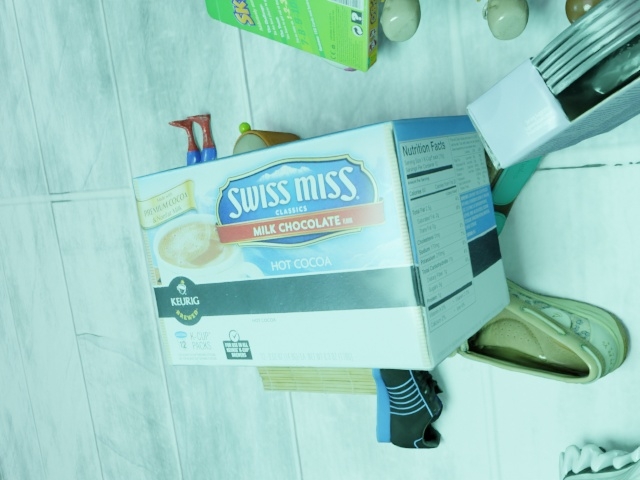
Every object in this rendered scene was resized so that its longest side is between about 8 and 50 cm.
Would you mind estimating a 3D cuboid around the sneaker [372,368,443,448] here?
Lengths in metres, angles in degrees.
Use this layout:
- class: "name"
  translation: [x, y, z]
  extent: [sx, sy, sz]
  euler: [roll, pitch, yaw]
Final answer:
- class: "sneaker"
  translation: [0.123, 0.193, 0.891]
  extent: [0.090, 0.081, 0.233]
  euler: [4, 123, 17]

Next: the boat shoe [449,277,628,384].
- class: "boat shoe"
  translation: [0.212, 0.100, 0.786]
  extent: [0.285, 0.089, 0.105]
  euler: [8, 107, 43]

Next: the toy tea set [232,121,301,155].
- class: "toy tea set"
  translation: [-0.031, -0.033, 0.955]
  extent: [0.336, 0.124, 0.200]
  euler: [33, 122, 33]

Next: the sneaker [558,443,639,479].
- class: "sneaker"
  translation: [0.331, 0.258, 0.641]
  extent: [0.110, 0.118, 0.292]
  euler: [38, 148, 6]

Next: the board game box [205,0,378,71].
- class: "board game box"
  translation: [-0.046, -0.305, 0.808]
  extent: [0.259, 0.039, 0.124]
  euler: [24, 144, 22]

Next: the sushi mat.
- class: "sushi mat"
  translation: [-0.009, 0.177, 1.065]
  extent: [0.316, 0.019, 0.152]
  euler: [-11, 95, 45]

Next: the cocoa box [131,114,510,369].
- class: "cocoa box"
  translation: [0.000, 0.000, 0.740]
  extent: [0.346, 0.231, 0.228]
  euler: [-6, 97, 34]

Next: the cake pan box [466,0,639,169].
- class: "cake pan box"
  translation: [0.279, -0.160, 0.530]
  extent: [0.245, 0.266, 0.070]
  euler: [-39, 77, 45]

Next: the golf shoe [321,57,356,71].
- class: "golf shoe"
  translation: [-0.046, -0.350, 0.875]
  extent: [0.115, 0.140, 0.306]
  euler: [-45, 72, 40]

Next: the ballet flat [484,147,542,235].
- class: "ballet flat"
  translation: [0.198, -0.052, 0.788]
  extent: [0.206, 0.073, 0.067]
  euler: [-63, 32, 31]

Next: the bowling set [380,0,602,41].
- class: "bowling set"
  translation: [0.207, -0.296, 0.675]
  extent: [0.287, 0.199, 0.154]
  euler: [-40, 29, 39]

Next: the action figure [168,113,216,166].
- class: "action figure"
  translation: [-0.237, -0.070, 1.138]
  extent: [0.091, 0.139, 0.281]
  euler: [-3, 102, 45]
